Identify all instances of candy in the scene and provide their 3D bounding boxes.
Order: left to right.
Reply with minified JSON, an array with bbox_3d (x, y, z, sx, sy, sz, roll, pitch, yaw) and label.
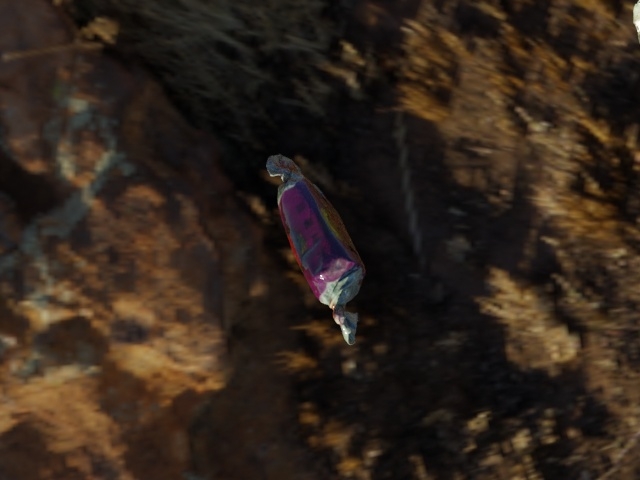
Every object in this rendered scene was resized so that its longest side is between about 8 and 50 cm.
[{"bbox_3d":[0.000,0.000,1.287,0.043,0.045,0.175,-35,57,16],"label":"candy"}]

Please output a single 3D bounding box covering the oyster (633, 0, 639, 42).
[{"bbox_3d":[0.396,-0.169,1.511,0.198,0.268,0.112,-42,41,24],"label":"oyster"}]
